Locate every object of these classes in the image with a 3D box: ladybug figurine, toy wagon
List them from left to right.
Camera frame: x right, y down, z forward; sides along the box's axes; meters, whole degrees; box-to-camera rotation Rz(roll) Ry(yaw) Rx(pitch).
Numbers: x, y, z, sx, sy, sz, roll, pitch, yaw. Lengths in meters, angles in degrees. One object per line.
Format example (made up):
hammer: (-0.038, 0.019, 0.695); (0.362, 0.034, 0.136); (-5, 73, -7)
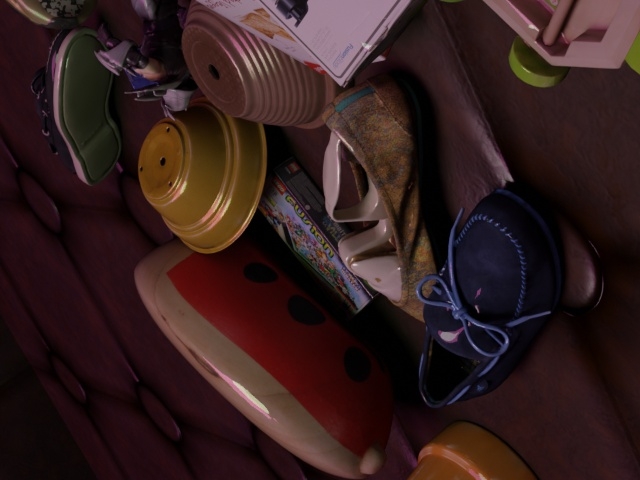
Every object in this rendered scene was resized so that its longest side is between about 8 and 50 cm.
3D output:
ladybug figurine: (-0.058, 0.135, 1.920); (0.449, 0.162, 0.305); (42, -174, 24)
toy wagon: (0.201, -0.236, 1.169); (0.344, 0.068, 0.267); (46, 154, 17)

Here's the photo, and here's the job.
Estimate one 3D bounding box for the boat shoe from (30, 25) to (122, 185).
boat shoe: (-0.377, -0.216, 2.160); (0.113, 0.127, 0.340); (33, 159, 18)

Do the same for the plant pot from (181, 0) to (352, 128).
plant pot: (-0.080, -0.216, 1.648); (0.237, 0.110, 0.237); (42, 154, 27)

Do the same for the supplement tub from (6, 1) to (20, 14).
supplement tub: (-0.389, -0.375, 2.003); (0.106, 0.106, 0.198); (56, 155, -1)

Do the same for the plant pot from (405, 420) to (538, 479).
plant pot: (0.165, 0.367, 1.843); (0.205, 0.188, 0.205); (41, 152, 27)

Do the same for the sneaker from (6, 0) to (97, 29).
sneaker: (-0.285, -0.432, 1.533); (0.182, 0.158, 0.410); (7, 101, 62)

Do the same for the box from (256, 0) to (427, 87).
box: (-0.026, -0.292, 1.246); (0.290, 0.087, 0.169); (45, 147, 3)

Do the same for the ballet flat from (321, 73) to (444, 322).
ballet flat: (0.066, -0.026, 1.609); (0.123, 0.123, 0.348); (32, 147, 40)

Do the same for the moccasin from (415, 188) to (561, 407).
moccasin: (0.175, 0.087, 1.559); (0.138, 0.117, 0.342); (41, 152, 28)

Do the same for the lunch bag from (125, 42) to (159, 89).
lunch bag: (-0.221, -0.231, 1.931); (0.098, 0.065, 0.067); (2, 124, 61)

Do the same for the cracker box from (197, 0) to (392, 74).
cracker box: (-0.048, -0.254, 1.449); (0.232, 0.067, 0.156); (27, 169, -21)

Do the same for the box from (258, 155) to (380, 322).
box: (0.000, 0.000, 1.860); (0.207, 0.036, 0.114); (52, 155, 6)

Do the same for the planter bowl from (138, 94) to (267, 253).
planter bowl: (-0.170, -0.096, 1.843); (0.217, 0.090, 0.217); (-11, 75, 48)

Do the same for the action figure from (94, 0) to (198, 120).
action figure: (-0.196, -0.281, 1.724); (0.099, 0.185, 0.285); (0, 111, 24)
